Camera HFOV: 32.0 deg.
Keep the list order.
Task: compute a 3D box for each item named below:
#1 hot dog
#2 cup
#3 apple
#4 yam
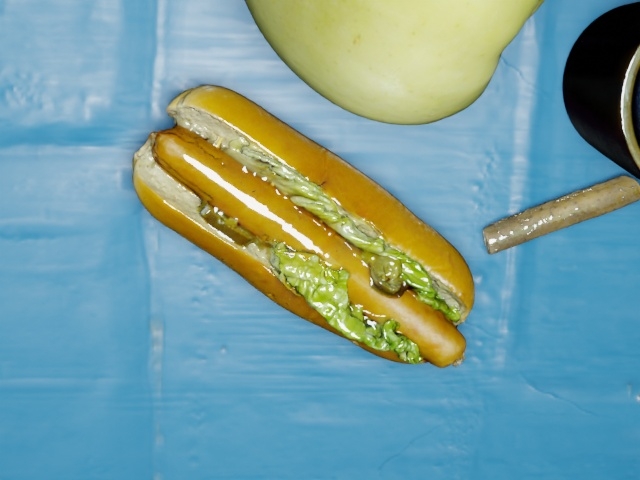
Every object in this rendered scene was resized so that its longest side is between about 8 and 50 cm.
[{"bbox_3d":[0.000,0.000,0.946,0.337,0.100,0.135,35,96,-12],"label":"hot dog"},{"bbox_3d":[0.295,-0.087,0.922,0.166,0.177,0.239,-8,103,-6],"label":"cup"},{"bbox_3d":[0.065,-0.223,0.830,0.262,0.262,0.262,-1,103,-6],"label":"apple"},{"bbox_3d":[0.215,-0.024,1.002,0.145,0.032,0.032,-21,104,-1],"label":"yam"}]
